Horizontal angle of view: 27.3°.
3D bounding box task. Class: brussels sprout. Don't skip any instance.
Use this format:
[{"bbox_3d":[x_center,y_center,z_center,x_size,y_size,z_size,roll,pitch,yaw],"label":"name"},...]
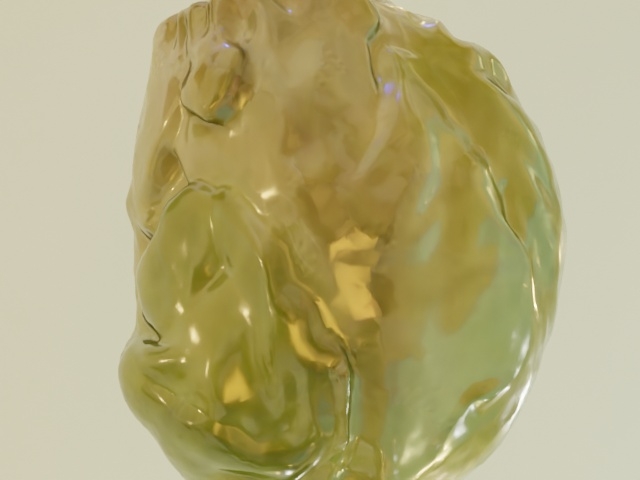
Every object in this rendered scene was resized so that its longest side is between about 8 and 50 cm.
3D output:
[{"bbox_3d":[0.007,0.005,0.732,0.274,0.243,0.316,4,-100,-58],"label":"brussels sprout"}]
